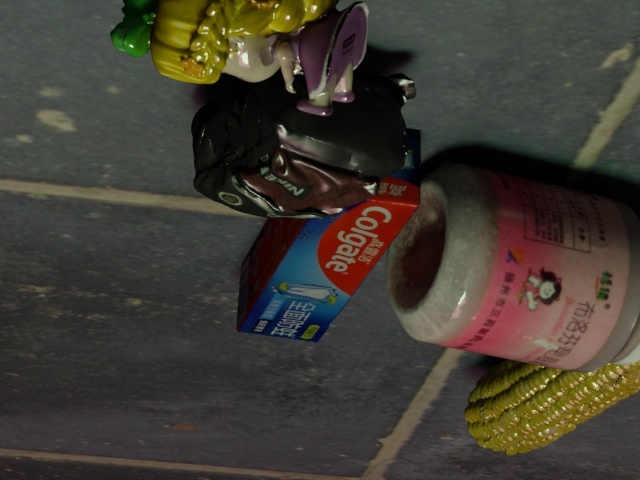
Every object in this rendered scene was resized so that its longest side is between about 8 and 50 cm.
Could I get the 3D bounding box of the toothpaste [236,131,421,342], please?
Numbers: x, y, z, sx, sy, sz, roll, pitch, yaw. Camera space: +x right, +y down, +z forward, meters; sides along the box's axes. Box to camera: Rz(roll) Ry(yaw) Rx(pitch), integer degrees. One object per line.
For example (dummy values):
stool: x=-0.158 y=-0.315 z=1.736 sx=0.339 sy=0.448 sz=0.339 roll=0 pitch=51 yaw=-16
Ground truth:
toothpaste: x=0.001 y=0.000 z=1.494 sx=0.076 sy=0.066 sz=0.320 roll=7 pitch=158 yaw=-11

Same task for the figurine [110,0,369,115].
figurine: x=-0.050 y=-0.149 z=1.138 sx=0.156 sy=0.115 sz=0.095 roll=16 pitch=-163 yaw=20

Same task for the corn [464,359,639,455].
corn: x=0.232 y=0.131 z=1.744 sx=0.101 sy=0.101 sz=0.292 roll=13 pitch=155 yaw=-24

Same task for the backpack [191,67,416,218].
backpack: x=-0.020 y=-0.064 z=1.283 sx=0.120 sy=0.106 sz=0.165 roll=14 pitch=155 yaw=-24

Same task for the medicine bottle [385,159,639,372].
medicine bottle: x=0.184 y=0.028 z=1.440 sx=0.247 sy=0.147 sz=0.147 roll=12 pitch=156 yaw=-21
